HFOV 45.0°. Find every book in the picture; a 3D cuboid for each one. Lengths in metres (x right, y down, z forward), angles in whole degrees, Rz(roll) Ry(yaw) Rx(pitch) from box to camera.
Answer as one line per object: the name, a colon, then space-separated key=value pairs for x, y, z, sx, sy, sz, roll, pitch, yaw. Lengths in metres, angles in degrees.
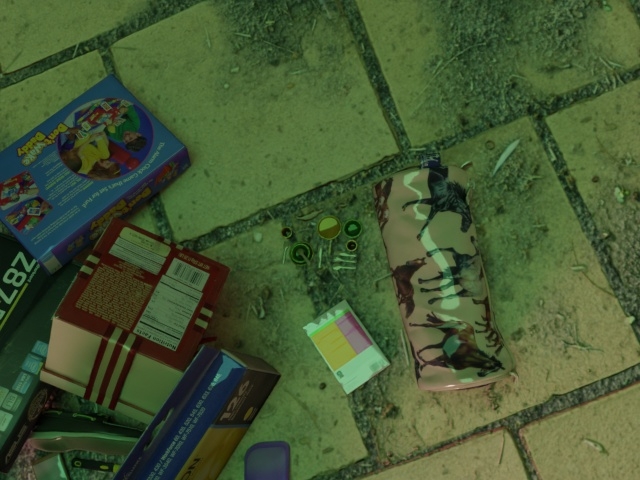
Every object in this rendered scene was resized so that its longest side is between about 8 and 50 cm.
book: x=0.048 y=0.192 z=1.400 sx=0.096 sy=0.035 sz=0.144 roll=-34 pitch=75 yaw=-1

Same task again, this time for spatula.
spatula: x=-0.098 y=0.486 z=1.317 sx=0.084 sy=0.030 sz=0.296 roll=-4 pitch=49 yaw=6

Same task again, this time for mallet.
mallet: x=-0.376 y=0.433 z=1.431 sx=0.189 sy=0.039 sz=0.062 roll=-5 pitch=80 yaw=14

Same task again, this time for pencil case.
pencil case: x=0.215 y=0.063 z=1.329 sx=0.183 sy=0.160 sz=0.411 roll=-17 pitch=76 yaw=22

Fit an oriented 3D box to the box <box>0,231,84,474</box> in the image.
box: x=-0.627 y=0.186 z=1.429 sx=0.318 sy=0.097 sz=0.395 roll=21 pitch=66 yaw=7

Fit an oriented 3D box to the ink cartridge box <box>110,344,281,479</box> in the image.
ink cartridge box: x=-0.202 y=0.325 z=1.276 sx=0.072 sy=0.307 sz=0.304 roll=33 pitch=86 yaw=15

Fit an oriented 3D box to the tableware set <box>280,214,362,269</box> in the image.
tableware set: x=0.000 y=0.000 z=1.451 sx=0.154 sy=0.024 sz=0.104 roll=5 pitch=80 yaw=12

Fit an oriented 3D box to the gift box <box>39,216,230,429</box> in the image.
gift box: x=-0.301 y=0.141 z=1.323 sx=0.255 sy=0.258 sz=0.276 roll=28 pitch=48 yaw=-3

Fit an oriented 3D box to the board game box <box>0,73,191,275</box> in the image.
board game box: x=-0.459 y=-0.132 z=1.483 sx=0.347 sy=0.078 sz=0.233 roll=-41 pitch=73 yaw=-17

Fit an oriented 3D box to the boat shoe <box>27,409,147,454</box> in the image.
boat shoe: x=-0.426 y=0.351 z=1.430 sx=0.227 sy=0.081 sz=0.069 roll=1 pitch=50 yaw=8

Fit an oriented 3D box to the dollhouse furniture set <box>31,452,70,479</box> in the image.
dollhouse furniture set: x=-0.572 y=0.452 z=1.321 sx=0.197 sy=0.301 sz=0.151 roll=-25 pitch=77 yaw=6
